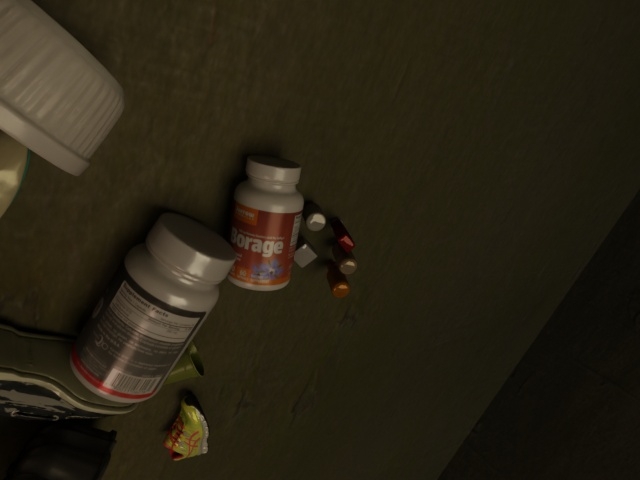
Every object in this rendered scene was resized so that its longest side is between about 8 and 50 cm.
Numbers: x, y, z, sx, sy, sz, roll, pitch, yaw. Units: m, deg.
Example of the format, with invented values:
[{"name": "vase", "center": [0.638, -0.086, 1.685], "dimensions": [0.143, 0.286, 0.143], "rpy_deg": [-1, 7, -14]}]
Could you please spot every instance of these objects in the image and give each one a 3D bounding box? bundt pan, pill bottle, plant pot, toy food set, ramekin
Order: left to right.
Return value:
[{"name": "bundt pan", "center": [-0.489, 0.450, 0.790], "dimensions": [0.124, 0.331, 0.330], "rpy_deg": [35, 99, -16]}, {"name": "ramekin", "center": [-0.309, -0.175, 0.501], "dimensions": [0.109, 0.207, 0.207], "rpy_deg": [-51, 139, -8]}, {"name": "pill bottle", "center": [-0.268, 0.106, 0.778], "dimensions": [0.161, 0.161, 0.283], "rpy_deg": [23, 106, -46]}, {"name": "plant pot", "center": [-0.284, 0.249, 0.948], "dimensions": [0.079, 0.083, 0.083], "rpy_deg": [-24, 135, -6]}, {"name": "pill bottle", "center": [-0.096, -0.032, 0.827], "dimensions": [0.121, 0.121, 0.216], "rpy_deg": [-4, 113, -37]}, {"name": "toy food set", "center": [0.000, 0.000, 0.982], "dimensions": [0.111, 0.104, 0.232], "rpy_deg": [-39, 118, 10]}]

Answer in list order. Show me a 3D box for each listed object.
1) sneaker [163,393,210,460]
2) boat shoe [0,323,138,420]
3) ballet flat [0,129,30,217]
[{"name": "sneaker", "center": [-0.304, 0.429, 1.066], "dimensions": [0.094, 0.081, 0.208], "rpy_deg": [-14, 130, -28]}, {"name": "boat shoe", "center": [-0.455, 0.229, 0.757], "dimensions": [0.113, 0.127, 0.340], "rpy_deg": [-38, 141, 12]}, {"name": "ballet flat", "center": [-0.443, -0.034, 0.577], "dimensions": [0.086, 0.086, 0.248], "rpy_deg": [23, 105, -46]}]
